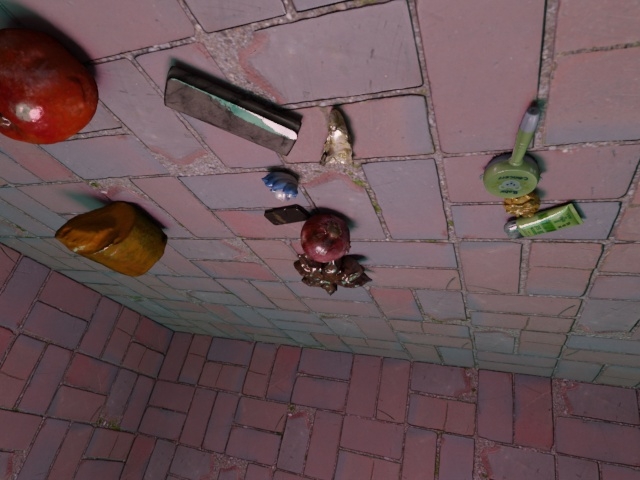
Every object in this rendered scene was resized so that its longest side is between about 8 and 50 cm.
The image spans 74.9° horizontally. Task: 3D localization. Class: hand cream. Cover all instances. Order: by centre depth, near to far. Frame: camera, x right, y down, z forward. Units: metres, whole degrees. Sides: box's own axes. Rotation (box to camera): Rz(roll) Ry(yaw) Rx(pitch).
[{"bbox_3d":[0.572,-0.044,1.085,0.175,0.045,0.095,-16,138,42],"label":"hand cream"}]

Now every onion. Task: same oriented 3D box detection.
[{"bbox_3d":[0.000,0.000,1.319,0.160,0.159,0.195,25,151,-22],"label":"onion"}]

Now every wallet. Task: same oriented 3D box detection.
[{"bbox_3d":[-0.110,-0.081,1.357,0.157,0.018,0.082,-6,148,35],"label":"wallet"}]

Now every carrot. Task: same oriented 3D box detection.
[{"bbox_3d":[-0.738,-0.011,1.537,0.242,0.241,0.340,0,153,24],"label":"carrot"}]

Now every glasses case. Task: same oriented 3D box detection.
[{"bbox_3d":[-0.197,-0.286,0.949,0.300,0.060,0.114,20,152,-14],"label":"glasses case"}]

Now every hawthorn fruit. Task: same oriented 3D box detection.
[{"bbox_3d":[-0.626,-0.299,0.887,0.242,0.271,0.241,9,147,6],"label":"hawthorn fruit"}]

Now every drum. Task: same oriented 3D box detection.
[{"bbox_3d":[0.402,-0.179,0.896,0.130,0.049,0.253,-2,149,28],"label":"drum"}]

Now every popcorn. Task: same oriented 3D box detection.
[{"bbox_3d":[0.491,-0.089,1.024,0.083,0.057,0.083,8,156,13],"label":"popcorn"}]

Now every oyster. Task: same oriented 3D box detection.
[{"bbox_3d":[0.043,-0.228,0.984,0.106,0.061,0.200,2,160,-18],"label":"oyster"}]

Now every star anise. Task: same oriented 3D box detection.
[{"bbox_3d":[0.040,0.124,1.586,0.316,0.108,0.315,10,145,7],"label":"star anise"}]

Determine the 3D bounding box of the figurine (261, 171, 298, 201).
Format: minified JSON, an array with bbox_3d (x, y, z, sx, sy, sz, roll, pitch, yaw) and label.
[{"bbox_3d":[-0.114,-0.150,1.154,0.115,0.114,0.078,16,108,-5],"label":"figurine"}]
